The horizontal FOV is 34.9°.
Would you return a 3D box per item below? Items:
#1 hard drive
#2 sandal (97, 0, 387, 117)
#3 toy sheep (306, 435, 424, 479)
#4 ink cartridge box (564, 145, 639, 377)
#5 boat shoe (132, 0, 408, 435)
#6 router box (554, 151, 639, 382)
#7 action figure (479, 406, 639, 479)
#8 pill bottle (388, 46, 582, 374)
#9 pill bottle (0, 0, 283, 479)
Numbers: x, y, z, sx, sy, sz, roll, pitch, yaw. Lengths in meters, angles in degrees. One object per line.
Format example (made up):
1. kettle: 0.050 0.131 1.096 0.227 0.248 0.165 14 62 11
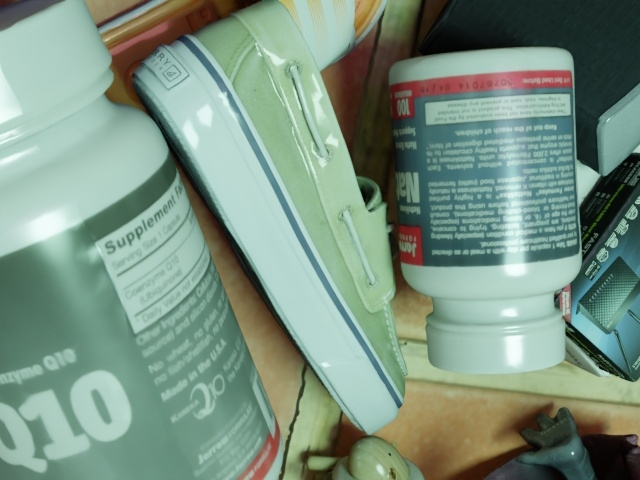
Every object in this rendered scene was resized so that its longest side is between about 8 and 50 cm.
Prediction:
1. hard drive: 0.202 -0.185 0.673 0.172 0.054 0.254 38 80 17
2. sandal: -0.050 -0.120 0.612 0.265 0.076 0.102 -35 111 -15
3. toy sheep: 0.032 0.193 0.698 0.091 0.091 0.132 -7 115 -22
4. ink cartridge box: 0.203 -0.029 0.731 0.203 0.086 0.148 -48 113 -8
5. boat shoe: 0.000 0.000 0.608 0.094 0.109 0.302 -33 127 -7
6. router box: 0.203 0.018 0.670 0.092 0.038 0.122 39 84 -24
7. action figure: 0.240 0.309 0.718 0.248 0.276 0.370 -25 94 -24
8. pill bottle: 0.098 -0.018 0.597 0.108 0.108 0.180 -6 95 -22
9. pill bottle: -0.137 0.027 0.540 0.161 0.161 0.283 -27 113 -17
